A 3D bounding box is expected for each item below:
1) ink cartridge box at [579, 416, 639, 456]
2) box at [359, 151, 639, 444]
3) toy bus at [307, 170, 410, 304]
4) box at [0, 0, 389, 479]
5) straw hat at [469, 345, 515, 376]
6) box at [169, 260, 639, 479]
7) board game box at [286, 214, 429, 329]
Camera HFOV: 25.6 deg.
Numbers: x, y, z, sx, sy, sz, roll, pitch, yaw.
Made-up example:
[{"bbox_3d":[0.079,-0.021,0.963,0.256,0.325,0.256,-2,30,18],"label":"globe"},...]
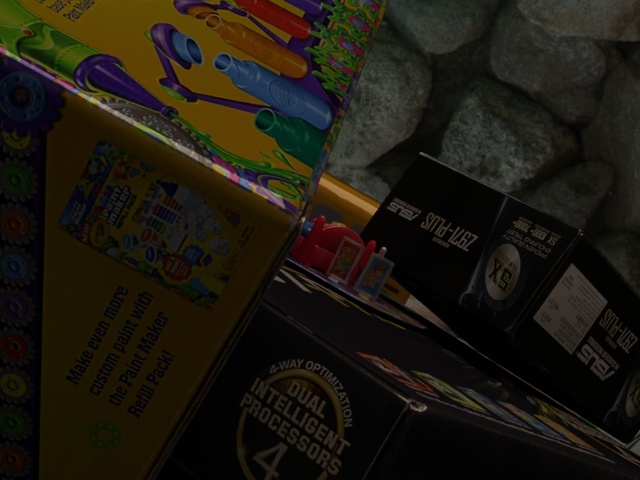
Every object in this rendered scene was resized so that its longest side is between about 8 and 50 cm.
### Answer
[{"bbox_3d":[0.276,0.188,1.003,0.153,0.087,0.208,56,2,-5],"label":"ink cartridge box"},{"bbox_3d":[0.133,0.039,0.917,0.147,0.077,0.180,32,-6,45],"label":"box"},{"bbox_3d":[-0.076,-0.030,1.201,0.332,0.130,0.108,29,5,-5],"label":"toy bus"},{"bbox_3d":[-0.141,-0.065,0.468,0.279,0.177,0.290,30,26,-4],"label":"box"},{"bbox_3d":[0.151,0.128,1.317,0.144,0.061,0.144,30,5,-3],"label":"straw hat"},{"bbox_3d":[0.019,0.087,0.804,0.318,0.097,0.395,30,3,38],"label":"box"},{"bbox_3d":[0.000,0.000,0.864,0.168,0.033,0.133,30,3,13],"label":"board game box"}]
